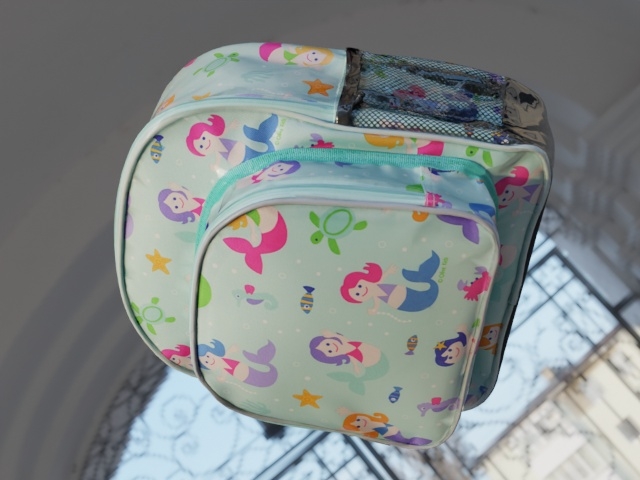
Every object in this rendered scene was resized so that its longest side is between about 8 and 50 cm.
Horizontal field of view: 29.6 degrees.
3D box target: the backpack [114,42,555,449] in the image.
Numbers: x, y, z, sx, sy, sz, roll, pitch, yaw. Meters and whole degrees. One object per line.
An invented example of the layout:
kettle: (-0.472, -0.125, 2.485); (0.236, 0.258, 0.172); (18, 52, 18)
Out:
backpack: (0.000, 0.000, 0.745); (0.191, 0.253, 0.225); (-69, -9, -56)
